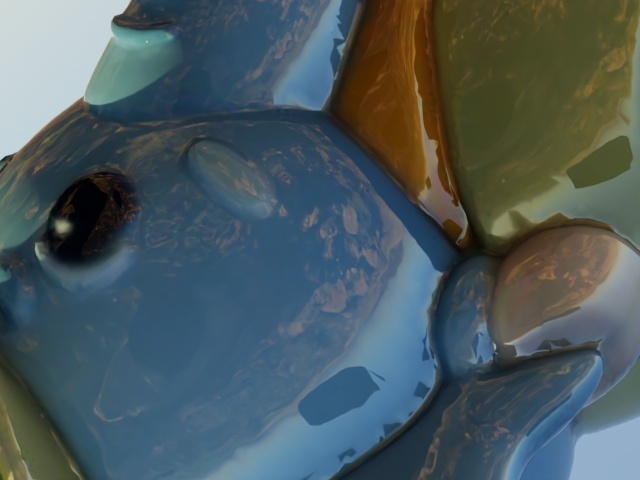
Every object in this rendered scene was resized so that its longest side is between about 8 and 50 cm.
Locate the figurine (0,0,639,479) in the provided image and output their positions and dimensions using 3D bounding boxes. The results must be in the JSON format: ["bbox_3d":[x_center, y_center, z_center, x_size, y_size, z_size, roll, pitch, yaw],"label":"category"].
[{"bbox_3d":[0.003,0.003,0.393,0.180,0.154,0.262,26,-115,30],"label":"figurine"}]
